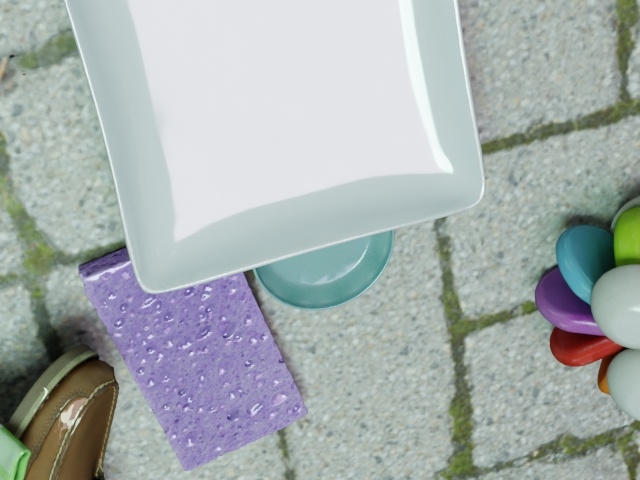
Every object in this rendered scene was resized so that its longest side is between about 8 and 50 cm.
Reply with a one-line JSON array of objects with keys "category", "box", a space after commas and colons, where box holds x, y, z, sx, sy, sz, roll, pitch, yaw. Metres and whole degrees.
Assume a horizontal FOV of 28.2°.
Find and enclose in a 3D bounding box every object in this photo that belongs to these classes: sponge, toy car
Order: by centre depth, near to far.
[{"category": "sponge", "box": [-0.099, 0.085, 1.034, 0.117, 0.031, 0.210, -25, 121, -4]}, {"category": "toy car", "box": [0.252, 0.055, 1.079, 0.136, 0.159, 0.182, -2, 125, 26]}]

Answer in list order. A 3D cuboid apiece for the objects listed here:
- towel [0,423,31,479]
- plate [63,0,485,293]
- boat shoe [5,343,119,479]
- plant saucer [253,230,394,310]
[{"category": "towel", "box": [-0.280, 0.164, 0.958, 0.023, 0.152, 0.113, -15, 128, -49]}, {"category": "plate", "box": [-0.030, -0.122, 0.926, 0.278, 0.045, 0.277, -15, 113, -9]}, {"category": "boat shoe", "box": [-0.206, 0.222, 1.010, 0.104, 0.111, 0.307, 33, 121, 16]}, {"category": "plant saucer", "box": [0.000, 0.000, 1.025, 0.119, 0.021, 0.119, -7, 119, -13]}]
